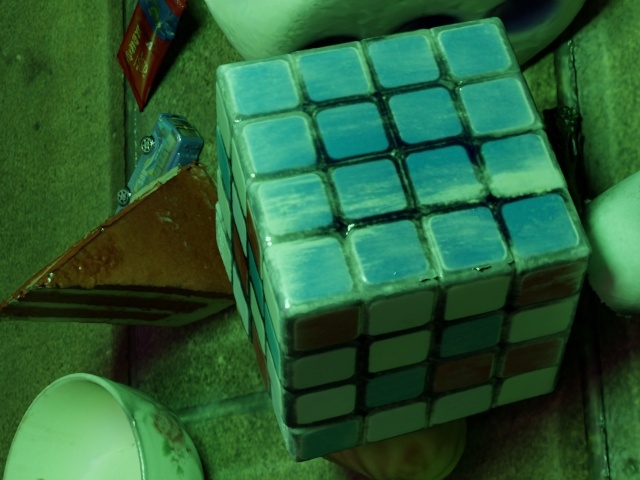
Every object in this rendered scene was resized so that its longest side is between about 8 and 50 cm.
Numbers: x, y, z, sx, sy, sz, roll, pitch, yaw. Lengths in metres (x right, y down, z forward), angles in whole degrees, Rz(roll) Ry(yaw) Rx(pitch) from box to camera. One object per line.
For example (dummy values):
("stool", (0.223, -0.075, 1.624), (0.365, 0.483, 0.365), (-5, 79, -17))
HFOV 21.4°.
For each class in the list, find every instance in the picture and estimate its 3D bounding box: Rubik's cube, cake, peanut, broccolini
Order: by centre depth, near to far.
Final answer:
("Rubik's cube", (0.059, -0.001, 1.433), (0.253, 0.259, 0.256), (95, 161, -56))
("broccolini", (0.226, -0.055, 1.501), (0.035, 0.030, 0.140), (-14, 73, 8))
("peanut", (0.017, 0.121, 1.610), (0.319, 0.147, 0.148), (46, 116, 41))
("cake", (-0.203, 0.055, 1.802), (0.158, 0.262, 0.160), (-27, 101, 46))

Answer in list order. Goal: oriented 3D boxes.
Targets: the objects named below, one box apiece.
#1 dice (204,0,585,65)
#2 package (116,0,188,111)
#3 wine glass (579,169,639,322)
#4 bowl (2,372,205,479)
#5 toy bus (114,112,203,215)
("dice", (0.063, -0.314, 1.550), (0.304, 0.277, 0.304), (-34, 56, 41))
("package", (-0.198, -0.243, 1.973), (0.083, 0.022, 0.200), (61, 145, 24))
("wine glass", (0.320, -0.020, 1.308), (0.241, 0.126, 0.126), (-20, 67, 41))
("bowl", (-0.217, 0.286, 1.833), (0.277, 0.145, 0.277), (-15, 70, 45))
("toy bus", (-0.187, -0.068, 1.948), (0.061, 0.051, 0.153), (39, 111, 32))
